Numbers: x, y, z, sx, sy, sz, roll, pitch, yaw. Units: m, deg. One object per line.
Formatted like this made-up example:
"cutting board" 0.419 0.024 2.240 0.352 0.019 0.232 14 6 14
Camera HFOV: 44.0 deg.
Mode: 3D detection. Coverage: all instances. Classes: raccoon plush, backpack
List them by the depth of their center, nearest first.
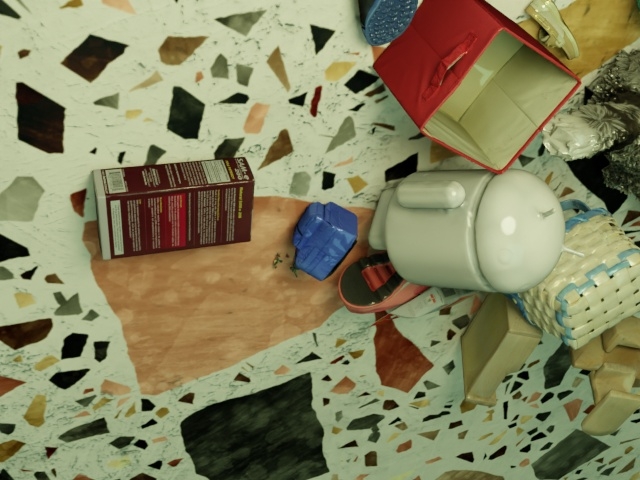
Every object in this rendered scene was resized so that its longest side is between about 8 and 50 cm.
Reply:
"backpack" 0.000 0.000 1.380 0.101 0.098 0.120 29 118 -7
"raccoon plush" 0.506 -0.149 1.381 0.446 0.216 0.299 -12 137 -20

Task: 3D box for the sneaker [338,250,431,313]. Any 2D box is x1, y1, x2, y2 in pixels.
"sneaker" 0.174 0.051 1.514 0.313 0.116 0.136 -23 160 -9

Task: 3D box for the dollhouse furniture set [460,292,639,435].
"dollhouse furniture set" 0.525 0.235 1.651 0.394 0.362 0.256 11 137 -7

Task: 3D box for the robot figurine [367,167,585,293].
"robot figurine" 0.247 -0.018 1.307 0.300 0.353 0.200 29 72 -44

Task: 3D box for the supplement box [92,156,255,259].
"supplement box" -0.228 -0.052 1.244 0.239 0.073 0.130 -6 133 -17

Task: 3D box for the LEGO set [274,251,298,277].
"LEGO set" -0.045 0.037 1.447 0.083 0.023 0.054 26 115 -24

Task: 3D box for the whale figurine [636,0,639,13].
"whale figurine" 0.614 -0.380 1.263 0.272 0.216 0.141 10 161 -33

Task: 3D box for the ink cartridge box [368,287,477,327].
"ink cartridge box" 0.201 0.135 1.554 0.179 0.045 0.145 -39 163 34

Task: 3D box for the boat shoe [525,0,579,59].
"boat shoe" 0.371 -0.337 1.273 0.045 0.050 0.135 -36 124 14

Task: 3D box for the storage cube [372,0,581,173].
"storage cube" 0.228 -0.248 1.186 0.215 0.193 0.184 19 120 -37

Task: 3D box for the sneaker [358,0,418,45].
"sneaker" 0.086 -0.374 1.098 0.081 0.090 0.232 -17 156 -10

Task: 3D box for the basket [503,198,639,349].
"basket" 0.449 0.049 1.472 0.254 0.289 0.201 -28 132 -3
